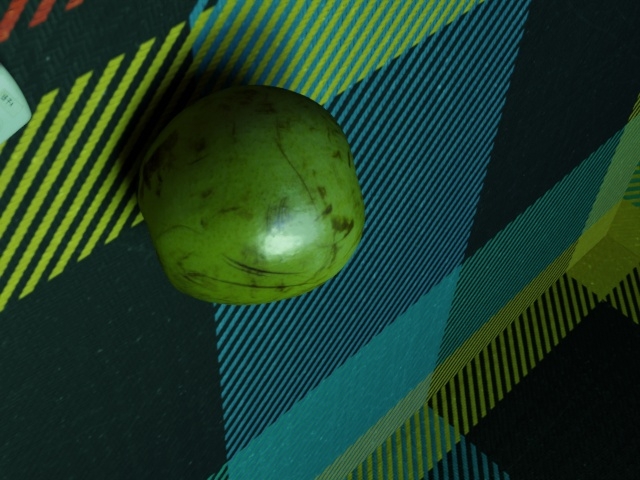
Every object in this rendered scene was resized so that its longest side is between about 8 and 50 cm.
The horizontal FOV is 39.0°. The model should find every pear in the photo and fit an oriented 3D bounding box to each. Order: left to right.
[{"bbox_3d":[-0.083,-0.051,1.088,0.283,0.283,0.284,-38,152,-25],"label":"pear"}]

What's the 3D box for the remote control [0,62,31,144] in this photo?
[{"bbox_3d":[-0.367,-0.071,0.823,0.230,0.049,0.090,-45,156,-17],"label":"remote control"}]
